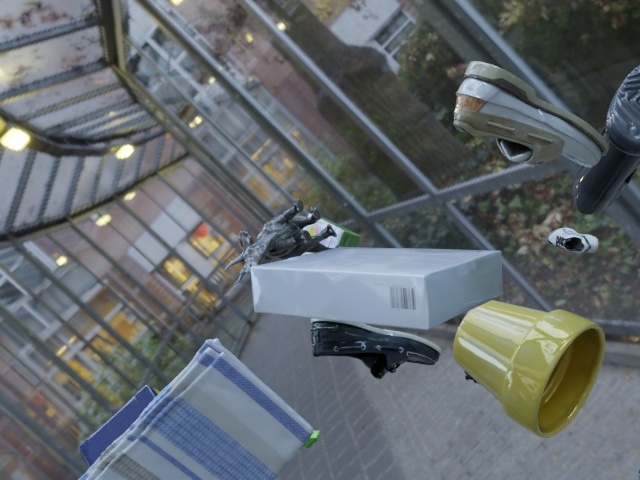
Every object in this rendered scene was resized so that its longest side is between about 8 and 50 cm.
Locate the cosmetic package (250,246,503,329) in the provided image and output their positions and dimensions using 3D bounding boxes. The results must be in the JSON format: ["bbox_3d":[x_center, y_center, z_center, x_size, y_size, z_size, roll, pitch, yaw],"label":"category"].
[{"bbox_3d":[0.104,0.076,1.292,0.377,0.097,0.284,1,10,39],"label":"cosmetic package"}]

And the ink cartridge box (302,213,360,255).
[{"bbox_3d":[0.000,0.000,1.765,0.209,0.062,0.109,29,100,50],"label":"ink cartridge box"}]

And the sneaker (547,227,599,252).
[{"bbox_3d":[0.363,-0.001,1.020,0.037,0.031,0.083,-5,9,-33],"label":"sneaker"}]

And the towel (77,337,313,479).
[{"bbox_3d":[-0.166,0.287,0.895,0.285,0.209,0.034,-47,23,-5],"label":"towel"}]

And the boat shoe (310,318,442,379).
[{"bbox_3d":[0.128,0.262,1.615,0.127,0.340,0.113,-26,49,55],"label":"boat shoe"}]

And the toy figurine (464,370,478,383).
[{"bbox_3d":[0.510,0.321,1.956,0.148,0.213,0.209,4,72,31],"label":"toy figurine"}]

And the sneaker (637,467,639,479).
[{"bbox_3d":[0.863,0.633,1.782,0.108,0.121,0.302,-48,-30,-61],"label":"sneaker"}]

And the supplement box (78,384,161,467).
[{"bbox_3d":[-0.326,0.493,1.549,0.194,0.195,0.356,-42,-31,-6],"label":"supplement box"}]

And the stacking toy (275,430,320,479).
[{"bbox_3d":[-0.120,0.370,1.098,0.221,0.052,0.167,-26,15,36],"label":"stacking toy"}]

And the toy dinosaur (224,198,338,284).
[{"bbox_3d":[-0.069,-0.006,1.497,0.160,0.121,0.313,-25,-7,27],"label":"toy dinosaur"}]

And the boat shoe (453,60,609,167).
[{"bbox_3d":[0.328,-0.172,1.104,0.103,0.302,0.113,-66,26,5],"label":"boat shoe"}]

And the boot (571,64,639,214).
[{"bbox_3d":[0.600,-0.189,1.387,0.367,0.146,0.445,-44,-13,-23],"label":"boot"}]

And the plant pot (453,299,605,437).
[{"bbox_3d":[0.422,0.244,1.462,0.239,0.254,0.254,25,67,43],"label":"plant pot"}]
